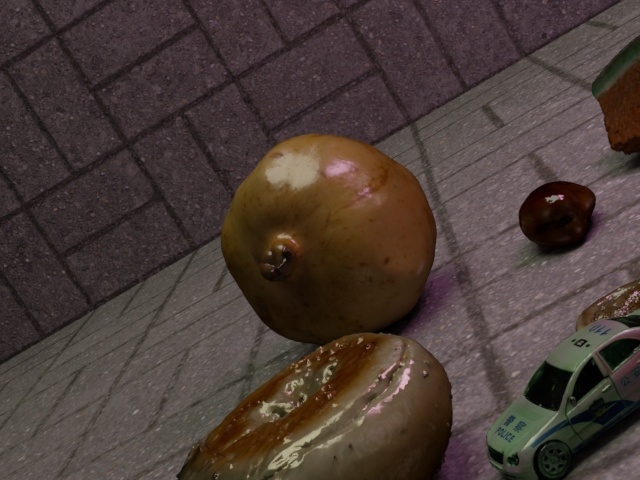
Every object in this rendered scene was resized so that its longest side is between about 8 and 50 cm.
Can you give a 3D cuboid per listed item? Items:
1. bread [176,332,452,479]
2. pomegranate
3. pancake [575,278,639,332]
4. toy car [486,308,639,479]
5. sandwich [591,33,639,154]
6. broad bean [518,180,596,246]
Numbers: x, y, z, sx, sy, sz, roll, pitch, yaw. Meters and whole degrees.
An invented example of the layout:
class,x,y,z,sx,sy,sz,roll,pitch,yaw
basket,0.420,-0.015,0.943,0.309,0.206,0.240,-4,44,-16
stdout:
class,x,y,z,sx,sy,sz,roll,pitch,yaw
bread,0.001,0.219,1.041,0.306,0.158,0.305,-27,14,7
pomegranate,0.000,0.000,1.565,0.343,0.342,0.342,-30,11,7
pancake,0.341,0.074,1.091,0.152,0.025,0.151,-24,12,5
toy car,0.245,0.135,0.961,0.224,0.076,0.090,-33,13,-10
sandwich,0.518,-0.228,1.580,0.292,0.109,0.212,173,117,-73
broad bean,0.339,-0.044,1.486,0.114,0.084,0.165,-10,11,19
